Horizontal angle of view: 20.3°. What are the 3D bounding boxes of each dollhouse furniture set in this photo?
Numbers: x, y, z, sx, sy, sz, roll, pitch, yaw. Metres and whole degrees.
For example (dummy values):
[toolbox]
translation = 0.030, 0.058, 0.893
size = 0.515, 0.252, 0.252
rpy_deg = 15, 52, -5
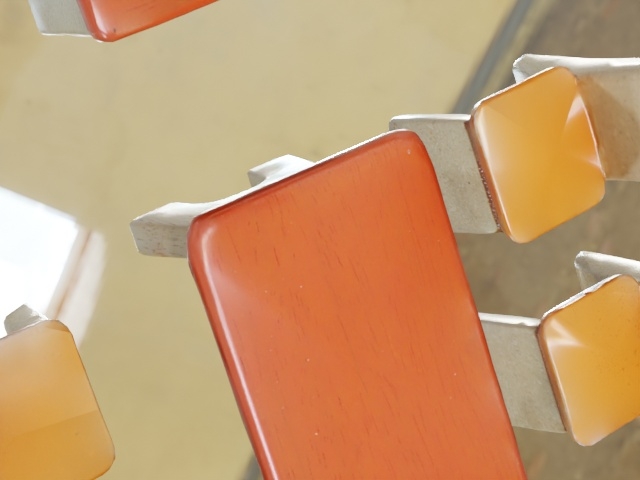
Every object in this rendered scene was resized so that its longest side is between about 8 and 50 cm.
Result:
[dollhouse furniture set]
translation = 0.000, 0.000, 0.517
size = 0.135, 0.262, 0.259
rpy_deg = 11, -57, 61
